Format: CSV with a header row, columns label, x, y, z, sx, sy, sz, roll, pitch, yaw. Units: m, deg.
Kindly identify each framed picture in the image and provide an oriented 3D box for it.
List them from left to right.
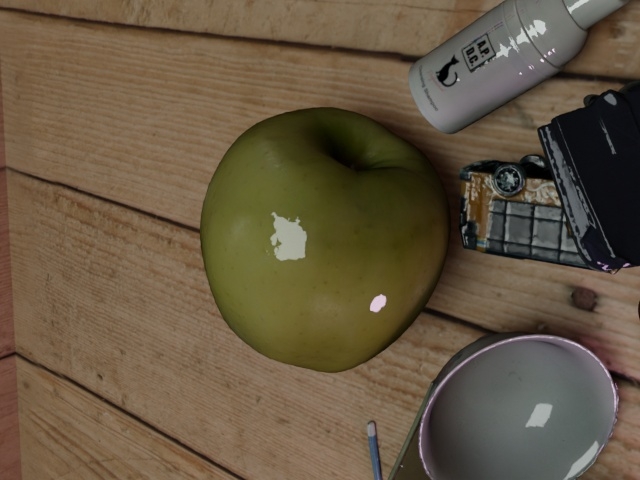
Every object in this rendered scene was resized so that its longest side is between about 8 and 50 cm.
label,x,y,z,sx,sy,sz,roll,pitch,yaw
framed picture,0.262,0.451,1.487,0.211,0.020,0.289,33,119,28

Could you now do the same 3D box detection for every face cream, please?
label,x,y,z,sx,sy,sz,roll,pitch,yaw
face cream,0.321,-0.316,1.166,0.370,0.145,0.145,-31,82,39

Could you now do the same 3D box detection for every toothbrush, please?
label,x,y,z,sx,sy,sz,roll,pitch,yaw
toothbrush,0.125,0.524,1.612,0.025,0.019,0.275,-1,101,46

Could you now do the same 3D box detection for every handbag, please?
label,x,y,z,sx,sy,sz,roll,pitch,yaw
handbag,0.479,-0.122,1.015,0.118,0.326,0.269,131,121,-82

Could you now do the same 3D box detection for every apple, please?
label,x,y,z,sx,sy,sz,roll,pitch,yaw
apple,0.000,0.000,1.316,0.474,0.474,0.473,10,108,36

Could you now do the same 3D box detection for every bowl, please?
label,x,y,z,sx,sy,sz,roll,pitch,yaw
bowl,0.314,0.276,1.280,0.157,0.346,0.345,-111,30,-65

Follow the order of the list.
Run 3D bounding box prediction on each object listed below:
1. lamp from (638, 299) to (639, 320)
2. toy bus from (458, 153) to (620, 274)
label,x,y,z,sx,sy,sz,roll,pitch,yaw
lamp,0.571,0.110,1.046,0.227,0.227,0.226,10,108,36
toy bus,0.370,-0.048,1.203,0.275,0.139,0.167,11,110,33
